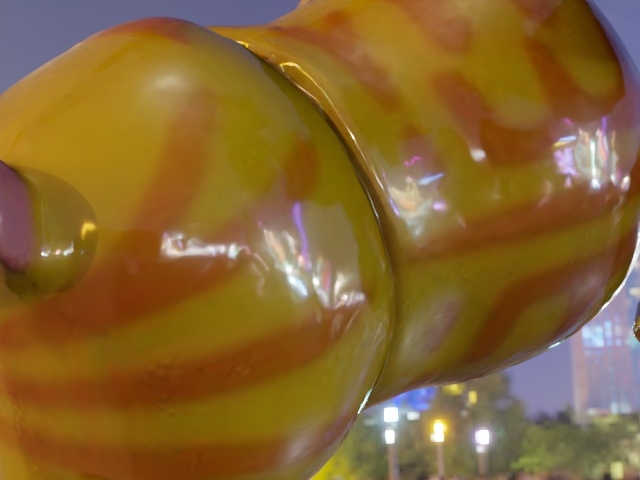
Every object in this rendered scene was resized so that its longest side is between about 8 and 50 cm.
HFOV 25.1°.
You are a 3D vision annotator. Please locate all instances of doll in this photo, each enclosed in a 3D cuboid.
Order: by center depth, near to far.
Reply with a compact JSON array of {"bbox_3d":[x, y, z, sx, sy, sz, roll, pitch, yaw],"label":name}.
[{"bbox_3d":[-0.002,-0.006,0.470,0.270,0.166,0.162,-22,21,-31],"label":"doll"}]
